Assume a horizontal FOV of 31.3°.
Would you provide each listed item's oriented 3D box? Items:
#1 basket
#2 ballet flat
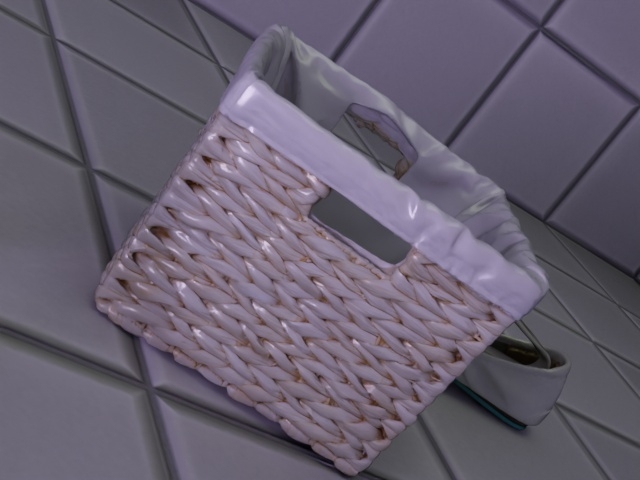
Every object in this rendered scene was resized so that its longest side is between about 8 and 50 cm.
[{"bbox_3d":[0.000,0.000,1.121,0.328,0.266,0.331,35,15,-9],"label":"basket"},{"bbox_3d":[0.155,0.102,1.425,0.400,0.139,0.139,30,17,-24],"label":"ballet flat"}]
